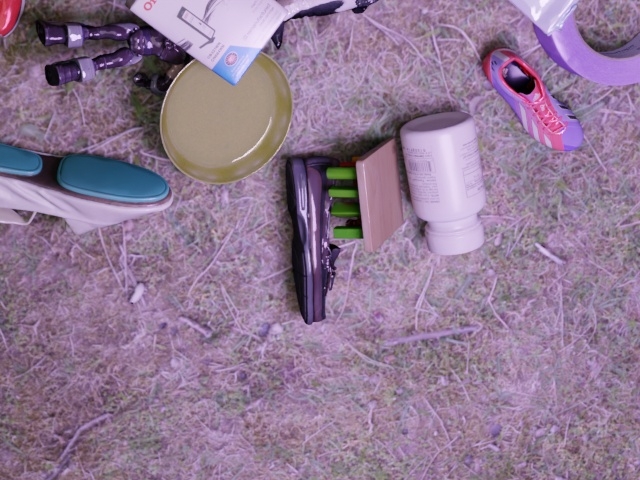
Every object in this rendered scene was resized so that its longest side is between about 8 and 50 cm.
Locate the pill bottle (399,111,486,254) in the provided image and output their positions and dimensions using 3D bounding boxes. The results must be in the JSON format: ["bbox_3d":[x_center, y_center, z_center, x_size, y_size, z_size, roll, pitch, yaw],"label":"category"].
[{"bbox_3d":[0.220,-0.098,2.010,0.131,0.131,0.229,-14,109,-6],"label":"pill bottle"}]

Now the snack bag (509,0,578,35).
[{"bbox_3d":[0.357,-0.559,1.874,0.342,0.037,0.323,39,106,-3],"label":"snack bag"}]

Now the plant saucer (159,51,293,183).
[{"bbox_3d":[-0.160,-0.212,1.923,0.241,0.037,0.241,-13,119,-25],"label":"plant saucer"}]

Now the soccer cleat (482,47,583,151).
[{"bbox_3d":[0.377,-0.239,2.015,0.083,0.095,0.248,-44,109,5],"label":"soccer cleat"}]

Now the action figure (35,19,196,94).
[{"bbox_3d":[-0.305,-0.321,1.863,0.285,0.099,0.185,-10,102,-23],"label":"action figure"}]

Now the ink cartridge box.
[{"bbox_3d":[-0.177,-0.359,1.777,0.203,0.086,0.148,34,97,-23],"label":"ink cartridge box"}]

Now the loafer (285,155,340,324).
[{"bbox_3d":[0.000,0.000,2.017,0.095,0.109,0.302,-8,106,-12],"label":"loafer"}]

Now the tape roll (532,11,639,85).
[{"bbox_3d":[0.508,-0.409,1.990,0.275,0.090,0.275,-3,107,-10],"label":"tape roll"}]

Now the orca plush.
[{"bbox_3d":[0.048,-0.394,1.904,0.287,0.151,0.102,-35,141,-2],"label":"orca plush"}]

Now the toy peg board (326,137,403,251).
[{"bbox_3d":[0.075,-0.082,1.996,0.079,0.160,0.161,2,110,24],"label":"toy peg board"}]

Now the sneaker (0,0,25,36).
[{"bbox_3d":[-0.507,-0.448,1.771,0.107,0.118,0.279,3,106,-11],"label":"sneaker"}]

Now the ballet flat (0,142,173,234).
[{"bbox_3d":[-0.448,-0.079,1.907,0.400,0.139,0.139,10,105,-9],"label":"ballet flat"}]
